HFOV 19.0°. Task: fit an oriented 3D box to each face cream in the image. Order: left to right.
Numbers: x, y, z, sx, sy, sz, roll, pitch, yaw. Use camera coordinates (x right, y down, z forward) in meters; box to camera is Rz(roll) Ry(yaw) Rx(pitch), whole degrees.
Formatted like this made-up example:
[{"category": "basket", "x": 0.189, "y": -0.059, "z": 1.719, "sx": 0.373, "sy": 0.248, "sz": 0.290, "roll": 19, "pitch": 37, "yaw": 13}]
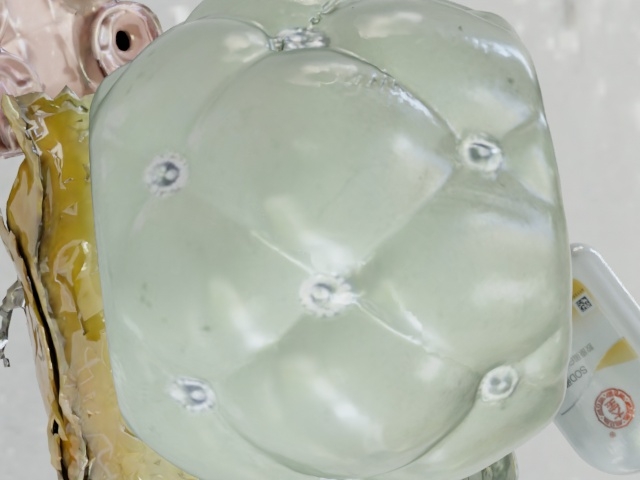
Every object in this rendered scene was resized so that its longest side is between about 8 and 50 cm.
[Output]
[{"category": "face cream", "x": 0.287, "y": 0.150, "z": 1.850, "sx": 0.291, "sy": 0.144, "sz": 0.071, "roll": 55, "pitch": 24, "yaw": 10}]

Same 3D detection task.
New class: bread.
[{"category": "bread", "x": -0.076, "y": 0.045, "z": 1.148, "sx": 0.248, "sy": 0.279, "sz": 0.315, "roll": -13, "pitch": 98, "yaw": -12}]

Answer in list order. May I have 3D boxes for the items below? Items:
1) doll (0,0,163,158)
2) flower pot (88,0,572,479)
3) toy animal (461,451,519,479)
[{"category": "doll", "x": -0.265, "y": -0.107, "z": 1.230, "sx": 0.216, "sy": 0.268, "sz": 0.284, "roll": -29, "pitch": 106, "yaw": -40}, {"category": "flower pot", "x": 0.000, "y": 0.000, "z": 0.854, "sx": 0.246, "sy": 0.195, "sz": 0.246, "roll": 173, "pitch": -90, "yaw": -87}, {"category": "toy animal", "x": 0.117, "y": 0.240, "z": 1.821, "sx": 0.138, "sy": 0.108, "sz": 0.236, "roll": 42, "pitch": 23, "yaw": -1}]
